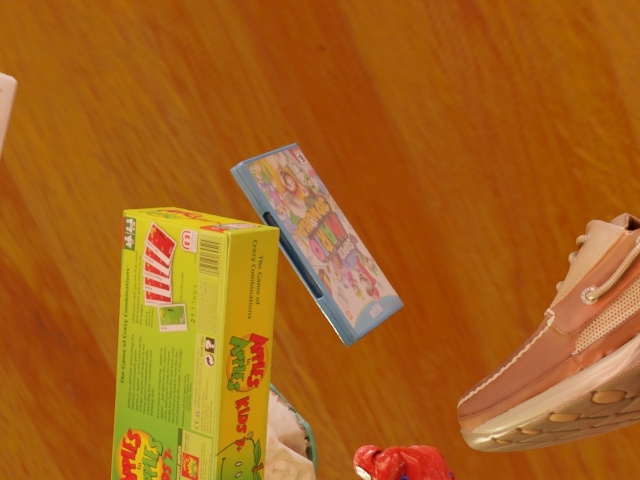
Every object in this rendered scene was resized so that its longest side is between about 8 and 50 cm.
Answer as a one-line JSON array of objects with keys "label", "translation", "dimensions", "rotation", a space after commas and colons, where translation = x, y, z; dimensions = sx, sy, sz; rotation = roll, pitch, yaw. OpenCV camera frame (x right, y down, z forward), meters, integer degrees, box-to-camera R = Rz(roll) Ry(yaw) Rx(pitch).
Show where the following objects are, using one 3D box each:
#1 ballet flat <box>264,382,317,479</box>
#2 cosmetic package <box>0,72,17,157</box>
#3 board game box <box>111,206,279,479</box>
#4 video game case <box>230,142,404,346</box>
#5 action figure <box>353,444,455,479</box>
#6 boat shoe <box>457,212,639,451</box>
[{"label": "ballet flat", "translation": [-0.110, 0.268, 1.158], "dimensions": [0.147, 0.147, 0.409], "rotation": [0, 141, -20]}, {"label": "cosmetic package", "translation": [-0.419, 0.026, 1.355], "dimensions": [0.156, 0.217, 0.385], "rotation": [16, 76, -27]}, {"label": "board game box", "translation": [-0.076, 0.076, 0.871], "dimensions": [0.043, 0.092, 0.181], "rotation": [-5, 102, -47]}, {"label": "video game case", "translation": [0.000, 0.000, 1.192], "dimensions": [0.015, 0.119, 0.166], "rotation": [-34, 87, 23]}, {"label": "action figure", "translation": [0.123, 0.259, 1.233], "dimensions": [0.091, 0.280, 0.139], "rotation": [7, 100, -47]}, {"label": "boat shoe", "translation": [0.222, 0.040, 0.998], "dimensions": [0.324, 0.116, 0.123], "rotation": [-35, 151, 26]}]
